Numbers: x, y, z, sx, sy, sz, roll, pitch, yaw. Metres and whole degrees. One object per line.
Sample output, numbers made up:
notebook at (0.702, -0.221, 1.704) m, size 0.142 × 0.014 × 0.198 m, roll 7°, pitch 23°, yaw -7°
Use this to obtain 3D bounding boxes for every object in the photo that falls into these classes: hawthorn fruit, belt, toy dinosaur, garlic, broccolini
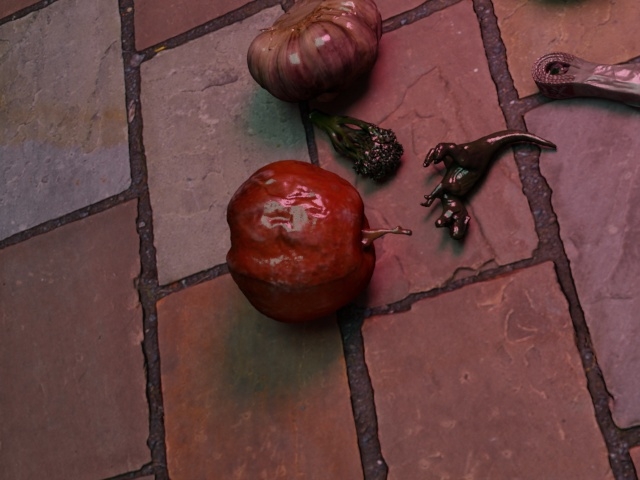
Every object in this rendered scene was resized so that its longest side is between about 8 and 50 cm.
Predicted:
hawthorn fruit at (0.000, 0.000, 1.659) m, size 0.271 × 0.242 × 0.242 m, roll 1°, pitch 66°, yaw 17°
belt at (0.424, -0.235, 1.670) m, size 0.232 × 0.053 × 0.071 m, roll 17°, pitch 73°, yaw 33°
toy dinosaur at (0.244, -0.084, 1.705) m, size 0.178 × 0.087 × 0.187 m, roll 14°, pitch 86°, yaw -6°
garlic at (-0.001, -0.307, 1.860) m, size 0.244 × 0.161 × 0.245 m, roll -24°, pitch 23°, yaw 11°
broccolini at (0.059, -0.167, 1.823) m, size 0.202 × 0.068 × 0.091 m, roll 44°, pitch 118°, yaw 45°
